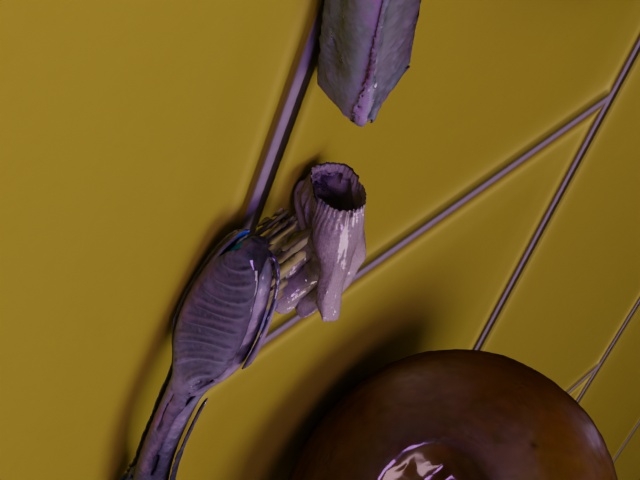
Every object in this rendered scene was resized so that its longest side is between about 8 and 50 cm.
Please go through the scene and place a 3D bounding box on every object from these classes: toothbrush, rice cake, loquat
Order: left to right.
[{"bbox_3d":[-0.092,0.145,0.783,0.042,0.035,0.413,-32,156,-49],"label":"toothbrush"},{"bbox_3d":[0.022,-0.104,0.549,0.033,0.033,0.207,-39,160,-25],"label":"rice cake"},{"bbox_3d":[0.069,0.149,0.952,0.179,0.179,0.227,-48,163,-5],"label":"loquat"}]

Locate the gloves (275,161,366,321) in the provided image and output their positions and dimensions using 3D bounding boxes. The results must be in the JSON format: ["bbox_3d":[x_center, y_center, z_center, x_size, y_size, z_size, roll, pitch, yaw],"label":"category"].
[{"bbox_3d":[0.002,0.001,0.701,0.037,0.044,0.081,4,137,-33],"label":"gloves"}]
